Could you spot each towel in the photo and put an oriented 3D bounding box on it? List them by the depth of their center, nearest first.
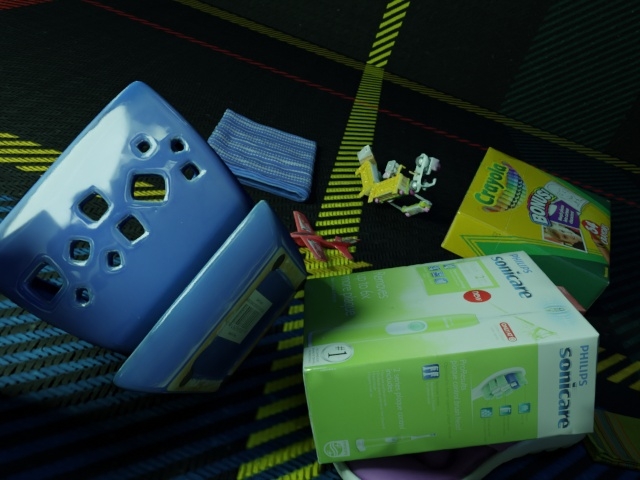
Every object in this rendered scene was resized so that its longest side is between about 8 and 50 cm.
[{"bbox_3d":[0.480,0.295,0.836,0.237,0.021,0.102,15,30,-12],"label":"towel"},{"bbox_3d":[-0.127,-0.198,1.261,0.243,0.040,0.336,18,29,-7],"label":"towel"}]

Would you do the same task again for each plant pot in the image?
[{"bbox_3d":[-0.151,0.025,0.595,0.212,0.236,0.236,38,-8,15],"label":"plant pot"}]

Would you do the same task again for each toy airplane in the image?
[{"bbox_3d":[0.000,0.000,1.016,0.151,0.028,0.151,16,30,-10],"label":"toy airplane"}]

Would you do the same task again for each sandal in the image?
[{"bbox_3d":[0.190,0.201,0.718,0.416,0.102,0.169,-3,34,-33],"label":"sandal"}]

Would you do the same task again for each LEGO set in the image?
[{"bbox_3d":[0.164,-0.125,1.265,0.107,0.132,0.287,26,1,-26],"label":"LEGO set"}]

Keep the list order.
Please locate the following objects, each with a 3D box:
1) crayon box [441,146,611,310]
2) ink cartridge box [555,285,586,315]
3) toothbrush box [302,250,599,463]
[{"bbox_3d":[0.468,-0.041,1.269,0.313,0.106,0.363,28,38,10],"label":"crayon box"},{"bbox_3d":[0.302,0.127,0.907,0.198,0.115,0.067,8,32,-24],"label":"ink cartridge box"},{"bbox_3d":[0.126,0.120,0.645,0.283,0.122,0.206,-6,22,2],"label":"toothbrush box"}]
